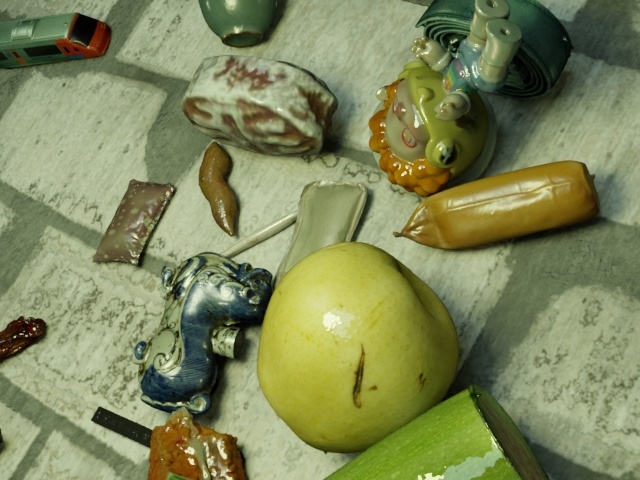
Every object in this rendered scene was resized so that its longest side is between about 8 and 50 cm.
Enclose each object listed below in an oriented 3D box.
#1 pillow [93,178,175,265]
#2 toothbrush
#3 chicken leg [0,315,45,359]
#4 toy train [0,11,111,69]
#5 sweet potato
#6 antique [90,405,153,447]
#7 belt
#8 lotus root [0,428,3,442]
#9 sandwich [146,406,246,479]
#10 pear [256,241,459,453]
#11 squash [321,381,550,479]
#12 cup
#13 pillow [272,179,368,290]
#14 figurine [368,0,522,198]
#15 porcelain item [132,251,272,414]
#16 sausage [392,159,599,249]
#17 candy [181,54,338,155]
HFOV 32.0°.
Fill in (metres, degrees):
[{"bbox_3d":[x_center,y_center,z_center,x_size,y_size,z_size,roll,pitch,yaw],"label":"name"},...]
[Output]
[{"bbox_3d":[-0.356,-0.036,2.112,0.118,0.043,0.185,8,69,32],"label":"pillow"},{"bbox_3d":[-0.161,0.024,1.996,0.307,0.025,0.030,-29,64,11],"label":"toothbrush"},{"bbox_3d":[-0.609,0.193,2.118,0.205,0.053,0.093,-20,34,8],"label":"chicken leg"},{"bbox_3d":[-0.647,-0.435,2.438,0.409,0.089,0.086,-1,59,26],"label":"toy train"},{"bbox_3d":[-0.190,-0.093,2.054,0.065,0.051,0.218,-21,57,13],"label":"sweet potato"},{"bbox_3d":[-0.320,0.329,1.924,0.192,0.015,0.031,16,73,32],"label":"antique"},{"bbox_3d":[0.279,-0.330,1.847,0.267,0.206,0.116,24,74,30],"label":"belt"},{"bbox_3d":[-0.647,0.391,2.013,0.190,0.094,0.108,-30,79,0],"label":"lotus root"},{"bbox_3d":[-0.200,0.401,1.740,0.250,0.162,0.301,-24,59,9],"label":"sandwich"},{"bbox_3d":[0.049,0.161,1.664,0.309,0.309,0.309,-11,61,21],"label":"pear"},{"bbox_3d":[0.128,0.396,1.520,0.384,0.263,0.263,-36,55,5],"label":"squash"},{"bbox_3d":[-0.158,-0.458,2.167,0.199,0.199,0.150,-10,79,22],"label":"cup"},{"bbox_3d":[0.000,0.000,1.919,0.130,0.038,0.233,7,69,27],"label":"pillow"},{"bbox_3d":[0.223,-0.210,1.753,0.205,0.382,0.225,-8,76,-24],"label":"figurine"},{"bbox_3d":[-0.196,0.159,1.892,0.186,0.138,0.288,10,65,16],"label":"porcelain item"},{"bbox_3d":[0.274,-0.048,1.765,0.328,0.112,0.112,-13,60,20],"label":"sausage"},{"bbox_3d":[-0.108,-0.242,1.991,0.289,0.214,0.157,11,69,34],"label":"candy"}]
